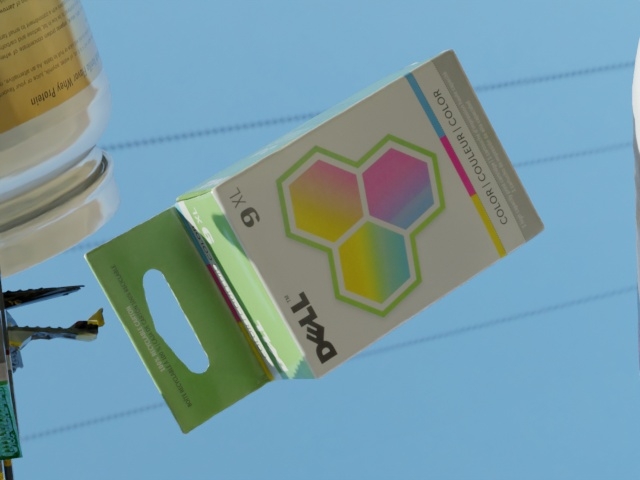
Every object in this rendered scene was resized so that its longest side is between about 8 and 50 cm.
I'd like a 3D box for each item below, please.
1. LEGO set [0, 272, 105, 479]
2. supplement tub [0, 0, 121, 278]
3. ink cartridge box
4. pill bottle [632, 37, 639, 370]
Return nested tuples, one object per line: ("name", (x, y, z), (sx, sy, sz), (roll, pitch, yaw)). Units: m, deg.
("LEGO set", (-0.246, 0.032, 0.804), (0.255, 0.331, 0.192), (-11, -114, -1))
("supplement tub", (-0.270, -0.139, 1.129), (0.228, 0.228, 0.316), (-31, -67, -35))
("ink cartridge box", (0.000, 0.000, 0.875), (0.209, 0.062, 0.109), (-31, -82, -21))
("pill bottle", (0.197, -0.020, 0.595), (0.176, 0.318, 0.176), (-5, -122, 8))
